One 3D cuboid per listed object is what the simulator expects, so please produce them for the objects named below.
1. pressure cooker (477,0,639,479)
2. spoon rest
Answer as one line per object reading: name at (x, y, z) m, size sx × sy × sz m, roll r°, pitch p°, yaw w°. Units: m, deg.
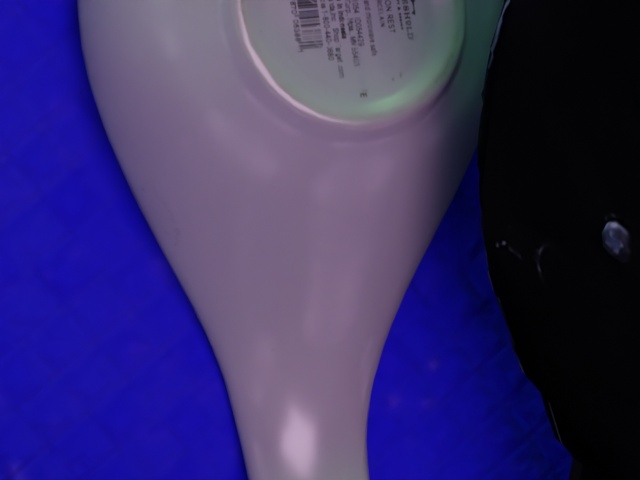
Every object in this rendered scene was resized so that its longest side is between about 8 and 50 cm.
pressure cooker at (0.301, -0.026, 0.459) m, size 0.420 × 0.370 × 0.375 m, roll -26°, pitch 95°, yaw -27°
spoon rest at (0.000, 0.000, 0.530) m, size 0.137 × 0.084 × 0.276 m, roll -4°, pitch 86°, yaw -21°
